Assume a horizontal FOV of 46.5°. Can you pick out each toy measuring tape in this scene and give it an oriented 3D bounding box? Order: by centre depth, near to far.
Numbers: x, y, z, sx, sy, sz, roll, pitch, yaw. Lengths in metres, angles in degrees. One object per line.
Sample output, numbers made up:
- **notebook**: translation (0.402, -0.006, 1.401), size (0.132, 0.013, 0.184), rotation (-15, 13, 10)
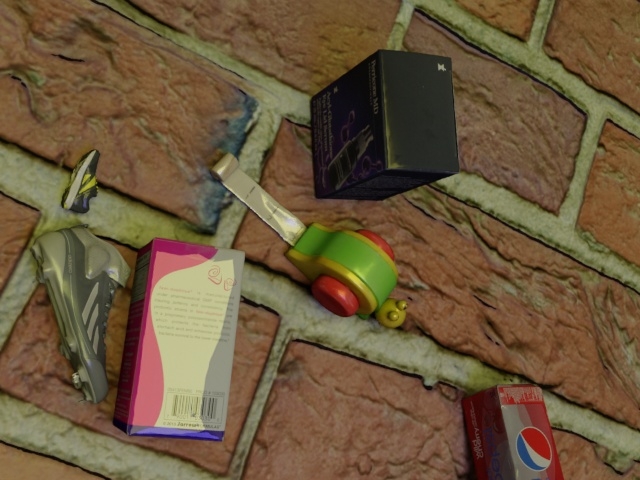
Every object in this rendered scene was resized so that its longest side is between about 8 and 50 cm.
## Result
- **toy measuring tape**: translation (0.000, 0.000, 0.976), size (0.330, 0.121, 0.121), rotation (44, 67, -12)

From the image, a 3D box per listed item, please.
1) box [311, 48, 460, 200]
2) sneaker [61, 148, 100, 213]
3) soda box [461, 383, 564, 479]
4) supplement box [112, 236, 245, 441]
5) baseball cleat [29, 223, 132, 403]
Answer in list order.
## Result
- **box**: translation (0.079, -0.143, 0.982), size (0.108, 0.207, 0.153), rotation (0, 82, -25)
- **sneaker**: translation (-0.285, -0.071, 0.906), size (0.035, 0.031, 0.083), rotation (30, 74, -32)
- **soda box**: translation (0.276, 0.335, 1.024), size (0.084, 0.092, 0.263), rotation (4, 64, -24)
- **supplement box**: translation (-0.168, 0.117, 0.881), size (0.111, 0.114, 0.219), rotation (11, 79, -22)
- **baseball cleat**: translation (-0.261, 0.081, 0.868), size (0.110, 0.072, 0.205), rotation (-19, 94, -32)
